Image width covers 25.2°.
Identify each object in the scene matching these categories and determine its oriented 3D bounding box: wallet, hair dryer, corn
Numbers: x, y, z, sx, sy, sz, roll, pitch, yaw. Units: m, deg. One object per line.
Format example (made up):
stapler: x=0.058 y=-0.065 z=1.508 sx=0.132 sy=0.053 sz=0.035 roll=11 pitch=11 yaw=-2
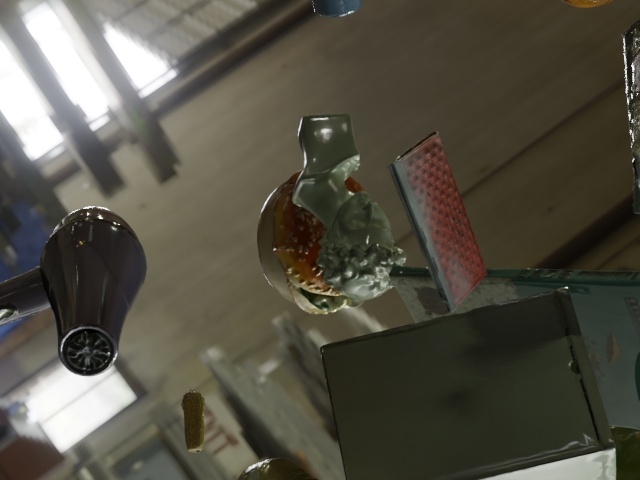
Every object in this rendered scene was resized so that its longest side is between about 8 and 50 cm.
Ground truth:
wallet: x=0.143 y=-0.023 z=1.705 sx=0.020 sy=0.103 sz=0.196 roll=-7 pitch=-67 yaw=41
hair dryer: x=-0.364 y=0.101 z=1.598 sx=0.301 sy=0.361 sz=0.121 roll=-104 pitch=169 yaw=-65
corn: x=-0.159 y=0.224 z=1.790 sx=0.028 sy=0.027 sz=0.083 roll=32 pitch=46 yaw=-49

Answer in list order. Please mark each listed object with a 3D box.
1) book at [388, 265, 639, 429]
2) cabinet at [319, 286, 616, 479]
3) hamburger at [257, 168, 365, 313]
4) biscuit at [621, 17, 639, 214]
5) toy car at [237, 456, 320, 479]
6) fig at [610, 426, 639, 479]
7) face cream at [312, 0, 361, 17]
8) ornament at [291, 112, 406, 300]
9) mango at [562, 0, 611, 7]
book: x=0.290 y=0.137 z=1.827 sx=0.379 sy=0.031 sz=0.264 roll=0 pitch=-49 yaw=39
cabinet: x=0.122 y=0.156 z=1.171 sx=0.150 sy=0.206 sz=0.145 roll=70 pitch=7 yaw=-58
hamburger: x=0.002 y=-0.003 z=2.169 sx=0.147 sy=0.237 sz=0.237 roll=1 pitch=-48 yaw=39
biscuit: x=0.320 y=-0.144 z=1.168 sx=0.309 sy=0.079 sz=0.186 roll=133 pitch=-38 yaw=-73
toy car: x=0.003 y=0.365 z=1.661 sx=0.101 sy=0.124 sz=0.256 roll=-15 pitch=79 yaw=-64
fig: x=0.475 y=0.369 z=2.161 sx=0.207 sy=0.230 sz=0.207 roll=60 pitch=5 yaw=-8
face cream: x=0.002 y=-0.483 z=1.899 sx=0.086 sy=0.136 sz=0.385 roll=-96 pitch=178 yaw=-57
ornament: x=0.026 y=-0.045 z=1.993 sx=0.130 sy=0.120 sz=0.285 roll=87 pitch=-17 yaw=-59
mango: x=0.262 y=-0.277 z=1.360 sx=0.105 sy=0.159 sz=0.084 roll=30 pitch=-50 yaw=23
